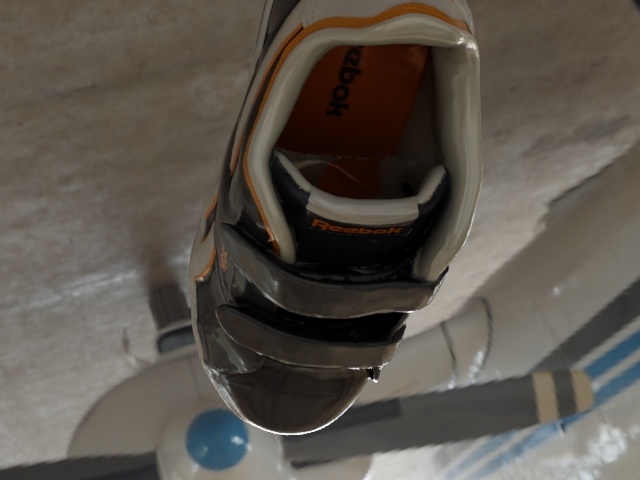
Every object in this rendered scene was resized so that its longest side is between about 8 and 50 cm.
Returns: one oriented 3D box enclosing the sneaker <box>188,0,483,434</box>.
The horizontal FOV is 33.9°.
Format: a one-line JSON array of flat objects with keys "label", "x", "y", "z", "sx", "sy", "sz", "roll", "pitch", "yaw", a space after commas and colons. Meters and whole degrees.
[{"label": "sneaker", "x": 0.000, "y": 0.000, "z": 0.546, "sx": 0.126, "sy": 0.127, "sz": 0.321, "roll": 1, "pitch": 123, "yaw": -13}]
